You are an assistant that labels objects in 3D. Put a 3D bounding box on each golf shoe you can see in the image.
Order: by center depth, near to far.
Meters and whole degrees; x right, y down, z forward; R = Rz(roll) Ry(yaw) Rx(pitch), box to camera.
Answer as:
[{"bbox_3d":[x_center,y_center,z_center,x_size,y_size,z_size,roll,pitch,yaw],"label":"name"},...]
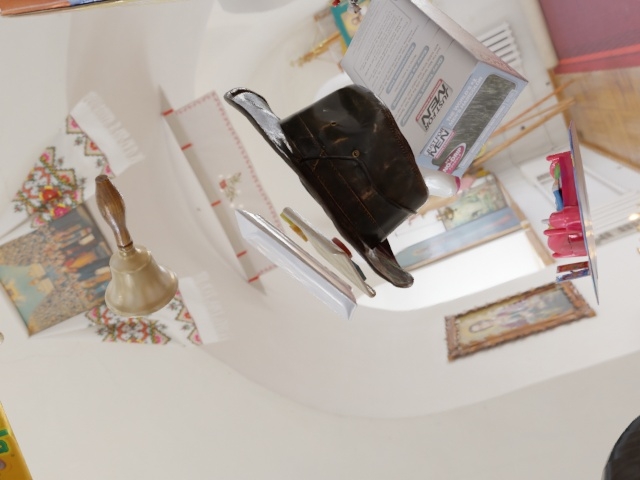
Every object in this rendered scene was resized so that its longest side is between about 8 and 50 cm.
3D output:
[{"bbox_3d":[0.189,-0.166,1.282,0.140,0.306,0.115,-54,-17,-34],"label":"golf shoe"}]

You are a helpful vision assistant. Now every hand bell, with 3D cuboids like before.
[{"bbox_3d":[-0.314,0.000,0.830,0.126,0.126,0.242,-97,4,-46],"label":"hand bell"}]

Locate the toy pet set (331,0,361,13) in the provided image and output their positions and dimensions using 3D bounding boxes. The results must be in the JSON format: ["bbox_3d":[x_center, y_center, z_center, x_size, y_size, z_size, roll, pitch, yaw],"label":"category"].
[{"bbox_3d":[0.098,-0.407,0.833,0.065,0.114,0.122,49,-119,-13],"label":"toy pet set"}]

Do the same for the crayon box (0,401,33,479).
[{"bbox_3d":[-0.442,0.228,0.566,0.165,0.081,0.278,-7,-131,-51],"label":"crayon box"}]

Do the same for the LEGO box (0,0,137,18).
[{"bbox_3d":[-0.184,-0.453,0.541,0.500,0.193,0.372,-90,-8,-65],"label":"LEGO box"}]

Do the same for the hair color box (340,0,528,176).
[{"bbox_3d":[0.177,-0.301,0.930,0.114,0.185,0.374,10,-142,-29],"label":"hair color box"}]

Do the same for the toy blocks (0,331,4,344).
[{"bbox_3d":[-0.596,0.202,0.854,0.123,0.054,0.148,40,-161,-41],"label":"toy blocks"}]

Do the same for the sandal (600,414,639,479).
[{"bbox_3d":[0.324,0.145,0.136,0.167,0.446,0.107,-55,-40,-21],"label":"sandal"}]

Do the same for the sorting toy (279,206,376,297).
[{"bbox_3d":[0.000,0.000,1.237,0.307,0.041,0.229,40,174,40],"label":"sorting toy"}]

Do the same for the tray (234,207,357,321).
[{"bbox_3d":[-0.040,0.040,0.938,0.270,0.030,0.145,38,164,11],"label":"tray"}]

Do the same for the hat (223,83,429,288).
[{"bbox_3d":[0.043,-0.103,0.636,0.331,0.134,0.331,45,-168,-12],"label":"hat"}]

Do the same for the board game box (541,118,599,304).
[{"bbox_3d":[0.201,-0.028,0.430,0.169,0.033,0.133,-33,-69,-59],"label":"board game box"}]
